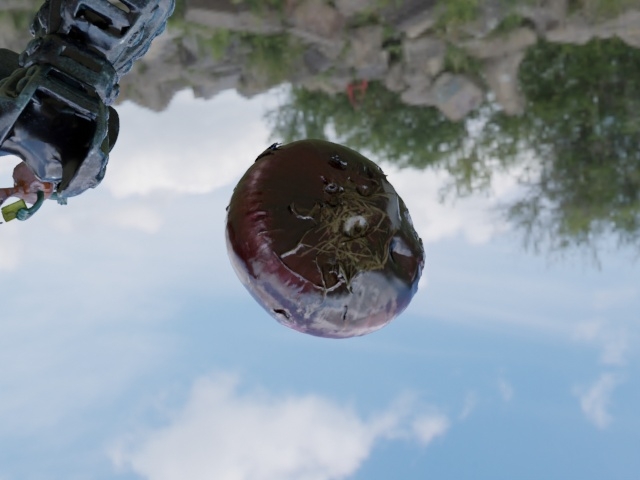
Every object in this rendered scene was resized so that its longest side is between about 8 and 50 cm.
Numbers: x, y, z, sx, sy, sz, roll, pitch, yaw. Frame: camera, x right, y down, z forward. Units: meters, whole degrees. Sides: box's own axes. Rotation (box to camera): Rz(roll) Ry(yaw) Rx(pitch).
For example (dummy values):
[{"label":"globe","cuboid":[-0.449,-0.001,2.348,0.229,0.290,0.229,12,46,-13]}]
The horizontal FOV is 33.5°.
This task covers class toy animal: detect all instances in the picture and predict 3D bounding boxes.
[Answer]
[{"label":"toy animal","cuboid":[-0.452,-0.066,1.615,0.103,0.100,0.208,31,-152,23]}]

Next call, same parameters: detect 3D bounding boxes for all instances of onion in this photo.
[{"label":"onion","cuboid":[0.000,0.000,1.557,0.313,0.314,0.232,-20,168,-34]}]

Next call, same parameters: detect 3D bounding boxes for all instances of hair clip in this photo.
[{"label":"hair clip","cuboid":[-0.291,-0.189,1.246,0.206,0.194,0.310,-27,-142,52]}]
